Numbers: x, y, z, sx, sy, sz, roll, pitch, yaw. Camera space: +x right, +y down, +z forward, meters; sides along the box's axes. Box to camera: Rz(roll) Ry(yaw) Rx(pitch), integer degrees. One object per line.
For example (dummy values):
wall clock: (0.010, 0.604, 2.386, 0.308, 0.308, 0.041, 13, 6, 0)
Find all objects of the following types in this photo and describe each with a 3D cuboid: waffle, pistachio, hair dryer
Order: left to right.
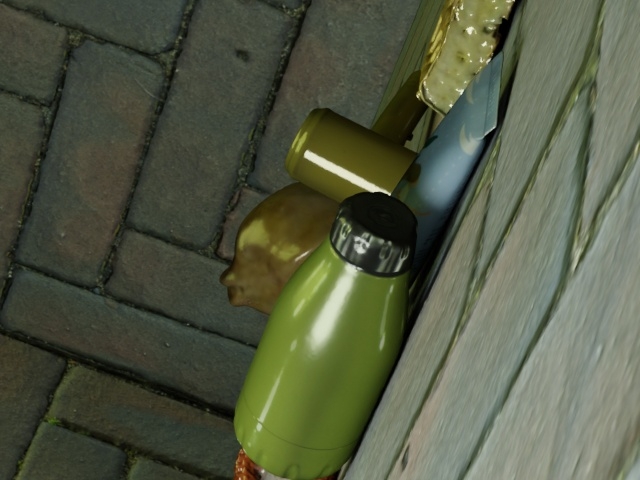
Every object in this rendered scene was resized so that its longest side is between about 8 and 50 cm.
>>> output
pistachio: (0.000, 0.000, 2.138, 0.212, 0.163, 0.260, -22, 9, 32)
hair dryer: (0.067, -0.126, 1.972, 0.279, 0.135, 0.090, -55, -10, -54)
waffle: (0.154, -0.245, 1.593, 0.221, 0.055, 0.248, -76, 7, -73)

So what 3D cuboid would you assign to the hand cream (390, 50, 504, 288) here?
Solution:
hand cream: (0.088, -0.037, 1.429, 0.271, 0.058, 0.091, 120, 169, -45)

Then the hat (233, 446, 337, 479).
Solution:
hat: (-0.027, 0.232, 1.627, 0.112, 0.093, 0.162, -60, -20, -20)

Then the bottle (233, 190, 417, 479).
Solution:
bottle: (0.011, 0.077, 1.432, 0.112, 0.112, 0.260, -72, 3, -54)
